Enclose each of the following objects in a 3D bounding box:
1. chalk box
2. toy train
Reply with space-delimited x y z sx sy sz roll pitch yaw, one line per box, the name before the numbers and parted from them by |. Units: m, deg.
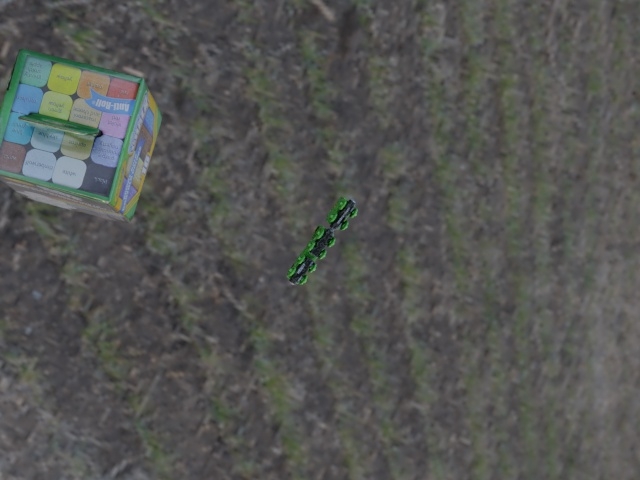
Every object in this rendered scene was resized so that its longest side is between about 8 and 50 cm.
chalk box | -0.249 -0.107 1.283 0.213 0.132 0.132 105 0 -83
toy train | 0.000 0.000 1.016 0.017 0.024 0.083 37 92 -19
